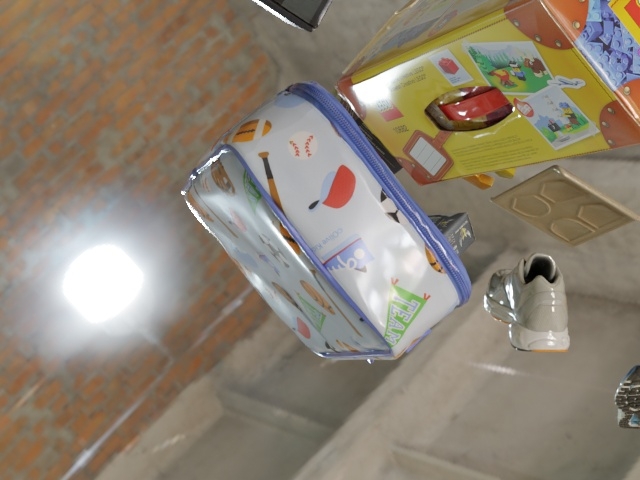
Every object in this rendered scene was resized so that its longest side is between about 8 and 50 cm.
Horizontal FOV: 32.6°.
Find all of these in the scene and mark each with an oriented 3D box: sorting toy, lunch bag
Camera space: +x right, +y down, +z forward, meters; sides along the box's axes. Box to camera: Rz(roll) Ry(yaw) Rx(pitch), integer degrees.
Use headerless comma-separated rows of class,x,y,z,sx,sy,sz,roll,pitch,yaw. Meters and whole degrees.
sorting toy,0.434,-0.090,2.106,0.229,0.307,0.041,-27,-141,60
lunch bag,0.000,0.000,0.943,0.115,0.243,0.303,-41,-175,-13

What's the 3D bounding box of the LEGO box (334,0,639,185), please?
LEGO box,0.285,-0.273,1.291,0.372,0.193,0.500,-47,-166,-17

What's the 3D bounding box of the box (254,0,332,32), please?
box,-0.024,-0.300,0.846,0.220,0.175,0.051,-60,-143,3

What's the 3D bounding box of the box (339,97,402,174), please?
box,0.125,-0.202,1.637,0.207,0.108,0.153,-35,-158,32

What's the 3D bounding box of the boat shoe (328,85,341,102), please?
boat shoe,0.205,-0.236,1.803,0.500,0.187,0.156,-24,168,20

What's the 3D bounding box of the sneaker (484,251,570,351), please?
sneaker,0.301,0.067,1.554,0.099,0.121,0.262,4,-166,-7

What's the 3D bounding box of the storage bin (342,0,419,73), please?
storage bin,0.210,-0.418,2.194,0.262,0.123,0.260,-45,-178,-36

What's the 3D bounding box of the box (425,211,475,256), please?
box,0.121,0.031,1.800,0.183,0.059,0.232,-3,-154,39

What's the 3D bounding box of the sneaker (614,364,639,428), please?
sneaker,0.485,0.231,1.699,0.063,0.162,0.073,1,-124,9
